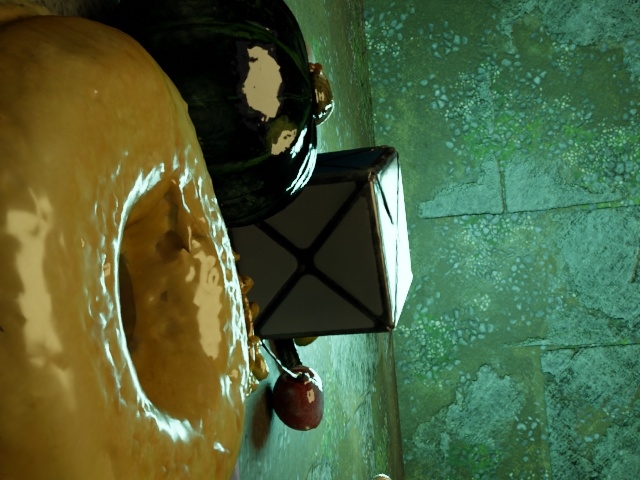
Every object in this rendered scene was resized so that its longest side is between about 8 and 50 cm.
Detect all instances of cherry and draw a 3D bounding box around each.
[{"bbox_3d":[-0.051,0.231,1.462,0.107,0.090,0.226,-54,130,-54],"label":"cherry"}]

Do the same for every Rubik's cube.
[{"bbox_3d":[0.000,0.000,1.392,0.260,0.259,0.255,-47,130,-69],"label":"Rubik's cube"}]

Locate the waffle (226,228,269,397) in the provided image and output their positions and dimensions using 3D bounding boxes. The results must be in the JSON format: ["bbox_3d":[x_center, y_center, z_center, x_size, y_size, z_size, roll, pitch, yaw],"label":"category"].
[{"bbox_3d":[-0.144,0.073,1.049,0.283,0.065,0.309,-95,165,-46],"label":"waffle"}]

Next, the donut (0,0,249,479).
[{"bbox_3d":[-0.188,0.053,0.603,0.449,0.198,0.449,-6,90,-78],"label":"donut"}]

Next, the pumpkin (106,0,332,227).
[{"bbox_3d":[-0.107,-0.161,0.988,0.315,0.238,0.315,-8,90,-82],"label":"pumpkin"}]

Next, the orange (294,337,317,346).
[{"bbox_3d":[-0.033,0.148,1.575,0.085,0.085,0.095,-6,98,-78],"label":"orange"}]

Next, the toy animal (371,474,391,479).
[{"bbox_3d":[0.047,0.560,1.381,0.277,0.246,0.345,31,55,-73],"label":"toy animal"}]

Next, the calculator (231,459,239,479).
[{"bbox_3d":[-0.150,0.234,1.077,0.194,0.043,0.294,-4,87,-77],"label":"calculator"}]

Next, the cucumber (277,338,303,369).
[{"bbox_3d":[-0.060,0.197,1.548,0.034,0.033,0.135,-48,140,-28],"label":"cucumber"}]

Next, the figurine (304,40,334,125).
[{"bbox_3d":[-0.049,-0.301,1.572,0.143,0.143,0.271,55,34,-67],"label":"figurine"}]
